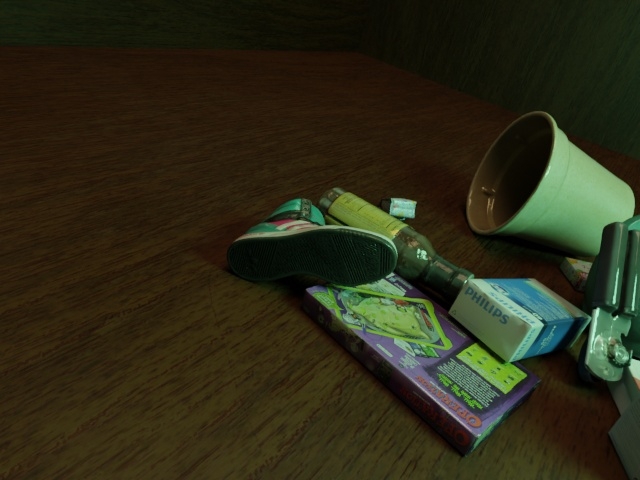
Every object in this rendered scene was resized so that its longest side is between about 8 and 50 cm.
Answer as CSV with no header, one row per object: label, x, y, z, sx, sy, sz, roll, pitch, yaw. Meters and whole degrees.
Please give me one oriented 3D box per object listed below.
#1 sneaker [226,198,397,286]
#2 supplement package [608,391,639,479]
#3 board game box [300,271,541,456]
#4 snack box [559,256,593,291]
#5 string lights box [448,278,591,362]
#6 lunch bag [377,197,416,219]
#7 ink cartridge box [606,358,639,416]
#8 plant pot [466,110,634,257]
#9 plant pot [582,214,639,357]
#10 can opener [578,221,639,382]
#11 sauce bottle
sneaker,0.000,0.000,0.915,0.295,0.124,0.178,1,26,17
supplement package,0.531,0.245,0.676,0.138,0.244,0.134,16,29,-1
board game box,0.155,0.166,0.828,0.208,0.056,0.346,-9,38,-45
snack box,0.668,0.093,1.228,0.141,0.037,0.100,12,28,-7
string lights box,0.362,0.133,0.908,0.259,0.077,0.133,4,29,-43
lunch bag,0.189,-0.079,1.264,0.071,0.053,0.083,6,5,-17
ink cartridge box,0.597,0.279,0.835,0.198,0.067,0.115,17,29,5
plant pot,0.602,-0.113,1.310,0.305,0.334,0.334,23,27,-12
plant pot,0.674,0.065,0.992,0.292,0.197,0.293,-13,28,7
can opener,0.504,0.110,0.902,0.075,0.095,0.284,21,71,-9
sauce bottle,0.140,0.012,1.025,0.344,0.112,0.111,35,33,26
